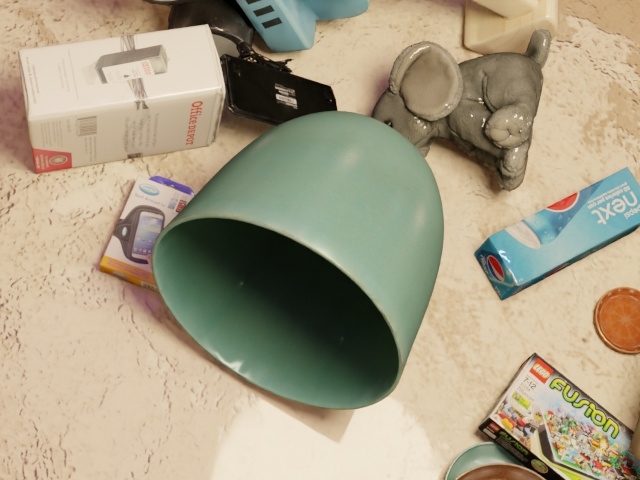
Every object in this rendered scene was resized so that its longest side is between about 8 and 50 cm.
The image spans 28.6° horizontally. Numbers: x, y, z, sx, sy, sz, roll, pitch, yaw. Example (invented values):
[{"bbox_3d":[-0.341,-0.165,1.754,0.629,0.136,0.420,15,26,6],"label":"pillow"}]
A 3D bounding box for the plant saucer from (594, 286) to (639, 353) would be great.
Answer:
[{"bbox_3d":[0.373,0.098,1.531,0.083,0.013,0.084,3,71,-9],"label":"plant saucer"}]

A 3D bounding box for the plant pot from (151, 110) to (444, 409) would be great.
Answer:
[{"bbox_3d":[0.000,0.000,1.367,0.293,0.293,0.235,31,54,1],"label":"plant pot"}]

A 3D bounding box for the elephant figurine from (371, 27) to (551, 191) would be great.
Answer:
[{"bbox_3d":[0.138,-0.158,1.514,0.239,0.169,0.186,11,40,11],"label":"elephant figurine"}]

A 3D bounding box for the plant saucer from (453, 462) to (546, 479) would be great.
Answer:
[{"bbox_3d":[0.200,0.332,1.389,0.168,0.029,0.168,3,72,-9],"label":"plant saucer"}]

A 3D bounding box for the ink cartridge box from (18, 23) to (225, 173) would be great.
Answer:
[{"bbox_3d":[-0.228,-0.161,1.438,0.217,0.158,0.092,-9,72,-13],"label":"ink cartridge box"}]

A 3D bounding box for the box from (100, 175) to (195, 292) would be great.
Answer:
[{"bbox_3d":[-0.195,-0.013,1.464,0.081,0.028,0.136,20,71,-2],"label":"box"}]

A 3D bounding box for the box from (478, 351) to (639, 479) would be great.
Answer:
[{"bbox_3d":[0.294,0.236,1.445,0.207,0.036,0.114,39,56,4],"label":"box"}]

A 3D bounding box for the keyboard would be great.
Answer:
[{"bbox_3d":[-0.054,-0.174,1.501,0.192,0.038,0.100,11,64,-47],"label":"keyboard"}]

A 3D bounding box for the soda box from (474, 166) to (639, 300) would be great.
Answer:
[{"bbox_3d":[0.297,-0.009,1.526,0.210,0.067,0.071,-26,78,-17],"label":"soda box"}]

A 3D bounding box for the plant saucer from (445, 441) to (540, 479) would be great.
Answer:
[{"bbox_3d":[0.196,0.291,1.430,0.119,0.021,0.119,3,70,-9],"label":"plant saucer"}]

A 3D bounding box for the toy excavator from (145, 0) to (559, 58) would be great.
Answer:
[{"bbox_3d":[0.036,-0.334,1.491,0.445,0.433,0.222,-1,69,20],"label":"toy excavator"}]

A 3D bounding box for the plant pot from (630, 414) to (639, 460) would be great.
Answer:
[{"bbox_3d":[0.491,0.122,1.358,0.256,0.256,0.274,8,101,-7],"label":"plant pot"}]
